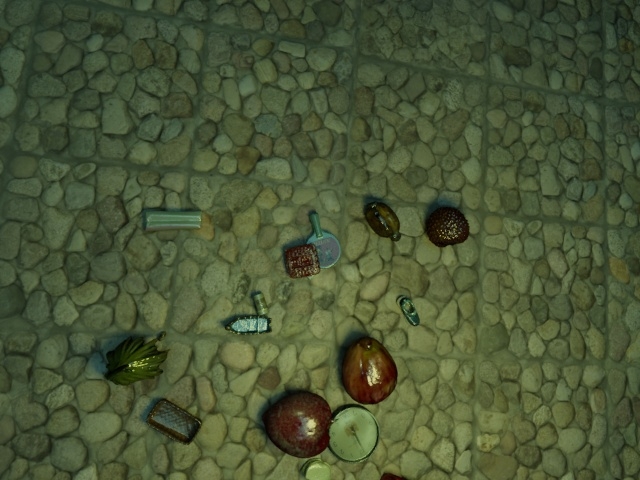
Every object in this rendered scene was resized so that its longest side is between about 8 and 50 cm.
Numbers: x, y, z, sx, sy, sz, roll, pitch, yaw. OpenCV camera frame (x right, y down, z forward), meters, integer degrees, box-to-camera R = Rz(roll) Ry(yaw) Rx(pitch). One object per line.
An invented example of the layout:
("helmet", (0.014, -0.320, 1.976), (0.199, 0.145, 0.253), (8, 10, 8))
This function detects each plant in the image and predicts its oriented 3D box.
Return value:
("plant", (-0.699, 0.417, 1.419), (0.251, 0.333, 0.180), (-26, 73, 0))

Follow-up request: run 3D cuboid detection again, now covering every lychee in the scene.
("lychee", (0.557, -0.061, 1.778), (0.188, 0.188, 0.187), (1, 83, -10))

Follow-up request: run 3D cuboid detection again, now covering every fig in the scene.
("fig", (0.195, 0.514, 1.623), (0.224, 0.224, 0.262), (-3, 80, -11))

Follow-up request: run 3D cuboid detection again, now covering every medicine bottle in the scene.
("medicine bottle", (-0.243, 0.259, 1.653), (0.047, 0.047, 0.083), (-18, 85, -12))

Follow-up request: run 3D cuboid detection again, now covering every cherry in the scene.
("cherry", (-0.080, 0.700, 1.553), (0.301, 0.203, 0.230), (5, 84, 4))

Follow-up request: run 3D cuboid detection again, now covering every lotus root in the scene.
("lotus root", (0.275, -0.081, 1.760), (0.120, 0.120, 0.209), (-37, 91, -13))

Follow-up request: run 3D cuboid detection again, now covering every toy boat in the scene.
("toy boat", (-0.286, 0.339, 1.620), (0.186, 0.077, 0.075), (2, 83, -10))

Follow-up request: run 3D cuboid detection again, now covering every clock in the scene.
("clock", (0.131, 0.785, 1.655), (0.226, 0.049, 0.225), (1, 82, -9))

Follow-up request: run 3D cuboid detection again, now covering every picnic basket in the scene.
("picnic basket", (-0.550, 0.683, 1.539), (0.194, 0.055, 0.110), (33, 79, -5))

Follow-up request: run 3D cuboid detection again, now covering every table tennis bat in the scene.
("table tennis bat", (0.000, 0.000, 1.728), (0.153, 0.040, 0.244), (-13, 83, -5))

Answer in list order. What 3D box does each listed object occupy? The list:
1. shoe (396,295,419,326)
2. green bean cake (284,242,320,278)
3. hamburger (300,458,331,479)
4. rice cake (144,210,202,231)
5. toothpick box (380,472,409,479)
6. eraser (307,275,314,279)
("shoe", (0.387, 0.305, 1.751), (0.064, 0.071, 0.142), (-30, 94, -12))
("green bean cake", (-0.075, 0.086, 1.682), (0.135, 0.056, 0.135), (-12, 86, 8))
("hamburger", (-0.007, 0.914, 1.613), (0.121, 0.054, 0.084), (35, 74, -7))
("rice cake", (-0.589, -0.079, 1.636), (0.222, 0.042, 0.080), (-1, 82, -11))
("toothpick box", (0.397, 1.072, 1.589), (0.334, 0.204, 0.204), (25, 79, -7))
("eraser", (-0.026, 0.126, 1.724), (0.083, 0.019, 0.038), (-41, 90, -13))
